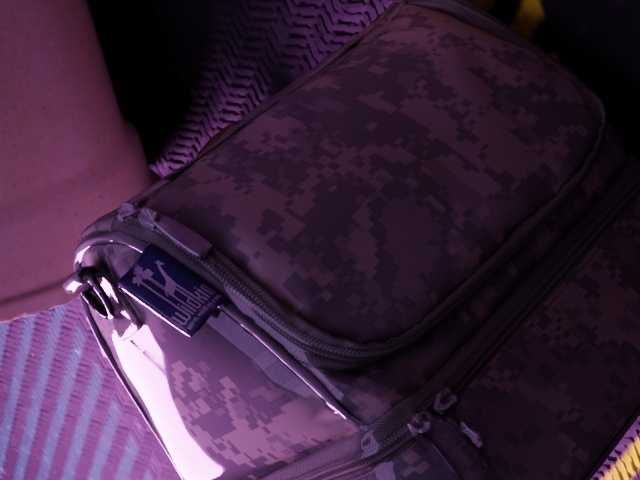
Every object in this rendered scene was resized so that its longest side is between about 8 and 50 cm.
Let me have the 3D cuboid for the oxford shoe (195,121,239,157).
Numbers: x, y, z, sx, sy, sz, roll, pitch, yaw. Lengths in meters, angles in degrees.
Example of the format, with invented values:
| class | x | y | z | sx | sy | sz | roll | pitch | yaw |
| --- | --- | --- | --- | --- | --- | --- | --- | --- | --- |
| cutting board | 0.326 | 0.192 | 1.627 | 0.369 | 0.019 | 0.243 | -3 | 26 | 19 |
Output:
| class | x | y | z | sx | sy | sz | roll | pitch | yaw |
| --- | --- | --- | --- | --- | --- | --- | --- | --- | --- |
| oxford shoe | 0.000 | 0.000 | 1.102 | 0.212 | 0.076 | 0.076 | 38 | 105 | 1 |

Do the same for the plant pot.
| class | x | y | z | sx | sy | sz | roll | pitch | yaw |
| --- | --- | --- | --- | --- | --- | --- | --- | --- | --- |
| plant pot | -0.285 | -0.138 | 1.101 | 0.334 | 0.334 | 0.305 | 15 | 121 | 39 |

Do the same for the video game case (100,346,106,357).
| class | x | y | z | sx | sy | sz | roll | pitch | yaw |
| --- | --- | --- | --- | --- | --- | --- | --- | --- | --- |
| video game case | -0.122 | 0.046 | 1.307 | 0.212 | 0.023 | 0.193 | 19 | 134 | 37 |

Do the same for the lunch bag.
| class | x | y | z | sx | sy | sz | roll | pitch | yaw |
| --- | --- | --- | --- | --- | --- | --- | --- | --- | --- |
| lunch bag | 0.038 | 0.027 | 0.879 | 0.256 | 0.305 | 0.212 | 51 | 144 | -4 |
